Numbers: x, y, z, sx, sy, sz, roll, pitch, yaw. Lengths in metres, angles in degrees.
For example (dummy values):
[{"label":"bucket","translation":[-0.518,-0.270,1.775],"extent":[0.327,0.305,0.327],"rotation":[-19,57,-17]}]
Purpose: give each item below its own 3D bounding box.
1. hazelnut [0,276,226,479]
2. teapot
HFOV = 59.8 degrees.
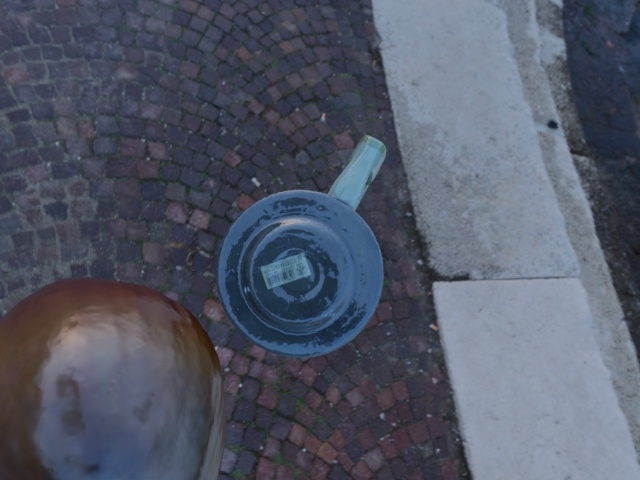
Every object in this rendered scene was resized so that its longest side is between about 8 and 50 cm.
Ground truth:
[{"label":"hazelnut","translation":[-0.145,0.132,0.383],"extent":[0.210,0.210,0.186],"rotation":[55,26,5]},{"label":"teapot","translation":[-0.023,0.004,0.881],"extent":[0.240,0.239,0.321],"rotation":[2,92,3]}]
